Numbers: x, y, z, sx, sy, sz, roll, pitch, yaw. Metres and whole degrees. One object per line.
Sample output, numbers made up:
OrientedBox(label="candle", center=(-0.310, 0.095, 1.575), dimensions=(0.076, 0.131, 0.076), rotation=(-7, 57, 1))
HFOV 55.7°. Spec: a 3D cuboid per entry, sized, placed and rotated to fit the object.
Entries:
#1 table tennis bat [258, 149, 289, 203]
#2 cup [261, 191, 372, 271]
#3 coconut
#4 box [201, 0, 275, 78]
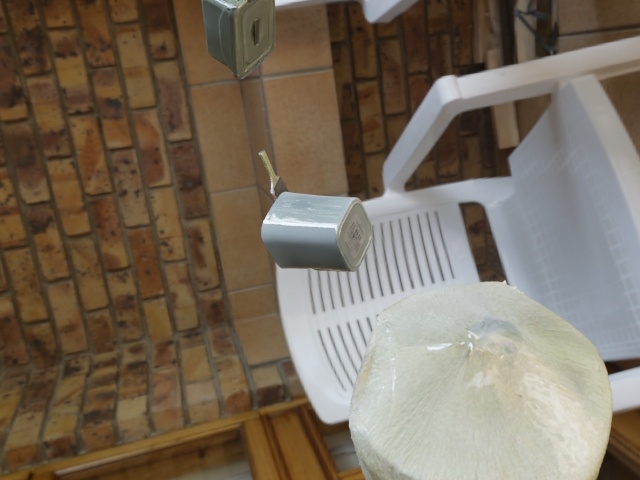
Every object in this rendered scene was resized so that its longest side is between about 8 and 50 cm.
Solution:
OrientedBox(label="table tennis bat", center=(-0.080, -0.099, 1.153), dimensions=(0.087, 0.013, 0.156), rotation=(-69, -41, -61))
OrientedBox(label="cup", center=(0.000, 0.000, 0.865), dimensions=(0.095, 0.129, 0.128), rotation=(-60, -41, -33))
OrientedBox(label="coconut", center=(0.148, 0.158, 0.585), dimensions=(0.245, 0.245, 0.247), rotation=(-115, 15, -47))
OrientedBox(label="box", center=(-0.153, -0.403, 1.120), dimensions=(0.093, 0.124, 0.172), rotation=(31, 150, 14))
